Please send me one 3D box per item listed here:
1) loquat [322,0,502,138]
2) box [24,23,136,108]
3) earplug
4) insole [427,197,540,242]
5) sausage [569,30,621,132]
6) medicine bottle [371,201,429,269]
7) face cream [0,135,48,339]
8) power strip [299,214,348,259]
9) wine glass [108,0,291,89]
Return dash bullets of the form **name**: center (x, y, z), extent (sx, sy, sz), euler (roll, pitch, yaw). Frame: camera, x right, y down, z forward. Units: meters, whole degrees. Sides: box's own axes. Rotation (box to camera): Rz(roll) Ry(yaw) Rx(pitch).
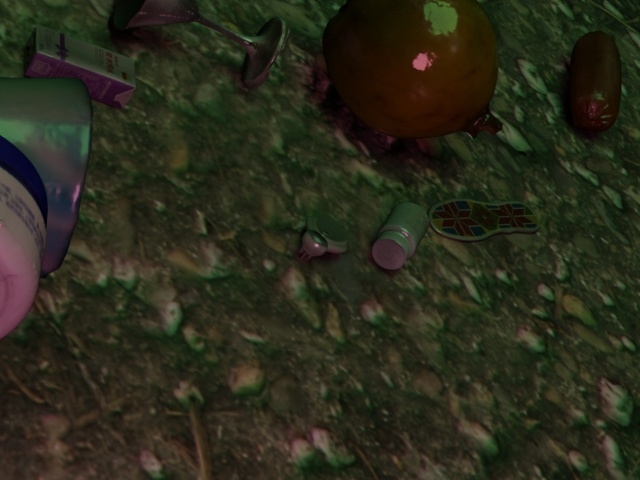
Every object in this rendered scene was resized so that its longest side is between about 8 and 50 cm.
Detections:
- **loquat**: center (0.124, -0.210, 1.938), extent (0.246, 0.213, 0.213), euler (44, 36, -7)
- **box**: center (-0.255, -0.184, 1.723), extent (0.117, 0.036, 0.051), euler (20, 40, -25)
- **earplug**: center (-0.378, -0.082, 1.412), extent (0.324, 0.185, 0.185), euler (10, 44, -24)
- **insole**: center (0.199, -0.026, 1.964), extent (0.193, 0.006, 0.065), euler (-3, 53, -42)
- **sausage**: center (0.385, -0.223, 2.276), extent (0.076, 0.076, 0.197), euler (29, 39, -12)
- **medicine bottle**: center (0.089, -0.005, 1.813), extent (0.047, 0.047, 0.083), euler (37, 37, -2)
- **face cream**: center (-0.327, 0.001, 1.321), extent (0.206, 0.206, 0.111), euler (20, 41, -23)
- **power strip**: center (0.000, 0.000, 1.755), extent (0.055, 0.035, 0.083), euler (42, 23, 5)
- **wine glass**: center (-0.132, -0.253, 1.840), extent (0.183, 0.122, 0.122), euler (24, 39, -25)
